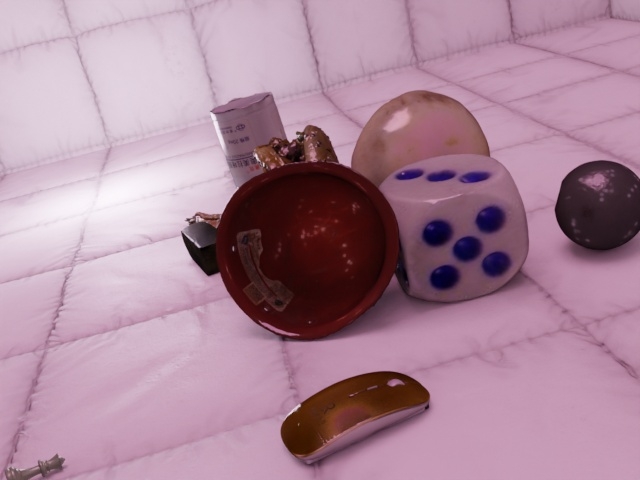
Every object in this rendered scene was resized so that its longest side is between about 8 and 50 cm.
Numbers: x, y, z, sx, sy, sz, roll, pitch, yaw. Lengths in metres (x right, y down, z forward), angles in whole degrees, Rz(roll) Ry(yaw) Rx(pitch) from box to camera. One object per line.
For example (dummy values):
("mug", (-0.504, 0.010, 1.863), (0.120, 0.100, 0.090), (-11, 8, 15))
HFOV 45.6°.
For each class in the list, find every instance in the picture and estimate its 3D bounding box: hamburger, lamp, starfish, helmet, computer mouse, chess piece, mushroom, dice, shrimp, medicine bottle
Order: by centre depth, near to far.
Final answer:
("computer mouse", (0.055, 0.268, 1.200), (0.245, 0.056, 0.126), (-19, 23, -17))
("chess piece", (-0.467, 0.379, 1.252), (0.093, 0.042, 0.042), (-18, 22, -25))
("helmet", (0.000, 0.000, 1.551), (0.384, 0.338, 0.230), (-32, -2, 20))
("dice", (0.261, -0.028, 1.551), (0.251, 0.243, 0.259), (-14, 25, -3))
("lamp", (0.603, -0.100, 1.595), (0.181, 0.182, 0.314), (2, 27, 33))
("mushroom", (0.236, -0.159, 1.807), (0.325, 0.353, 0.353), (24, 30, 4))
("hamburger", (-0.032, -0.125, 1.816), (0.195, 0.277, 0.318), (-19, -10, 3))
("starfish", (-0.181, -0.054, 2.020), (0.295, 0.048, 0.231), (6, 6, 37))
("shrimp", (-0.346, -0.035, 2.188), (0.099, 0.041, 0.180), (-40, 33, -22))
("medicine bottle", (-0.179, -0.247, 2.209), (0.189, 0.332, 0.190), (-16, 20, 6))

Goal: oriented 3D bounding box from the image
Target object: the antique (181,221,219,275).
("antique", (-0.295, 0.014, 1.976), (0.081, 0.080, 0.221), (-20, 22, -18))
